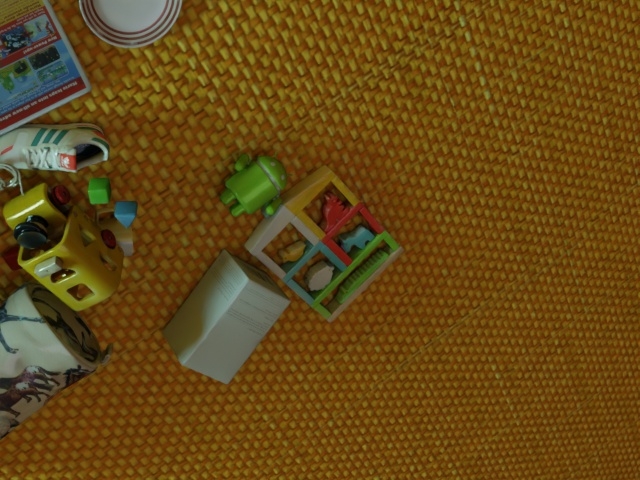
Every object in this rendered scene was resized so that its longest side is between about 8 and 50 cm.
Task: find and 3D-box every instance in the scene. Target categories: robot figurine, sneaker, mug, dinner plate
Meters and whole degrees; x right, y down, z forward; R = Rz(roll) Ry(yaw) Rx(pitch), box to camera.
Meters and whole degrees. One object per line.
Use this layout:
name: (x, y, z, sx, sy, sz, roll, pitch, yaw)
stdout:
robot figurine: (-0.101, -0.086, 1.427, 0.115, 0.067, 0.101, -37, 106, -6)
sneaker: (-0.364, -0.122, 1.243, 0.161, 0.075, 0.057, -10, 122, -26)
mug: (-0.315, -0.012, 1.357, 0.064, 0.062, 0.078, -6, 97, -18)
dinner plate: (-0.254, -0.328, 1.223, 0.141, 0.017, 0.141, -15, 125, -24)

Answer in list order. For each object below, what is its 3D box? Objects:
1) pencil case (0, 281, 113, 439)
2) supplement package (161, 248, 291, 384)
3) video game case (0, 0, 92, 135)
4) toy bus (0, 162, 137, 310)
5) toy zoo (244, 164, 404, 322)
pencil case: (-0.506, 0.239, 1.321, 0.410, 0.160, 0.183, -39, 122, -5)
supplement package: (-0.156, 0.126, 1.499, 0.105, 0.105, 0.179, 33, 98, -41)
video game case: (-0.438, -0.267, 1.145, 0.204, 0.025, 0.285, -30, 129, -13)
toy bus: (-0.363, 0.008, 1.256, 0.202, 0.104, 0.190, 8, 133, -13)
toy zoo: (0.000, 0.000, 1.564, 0.192, 0.030, 0.293, -45, 131, 0)
